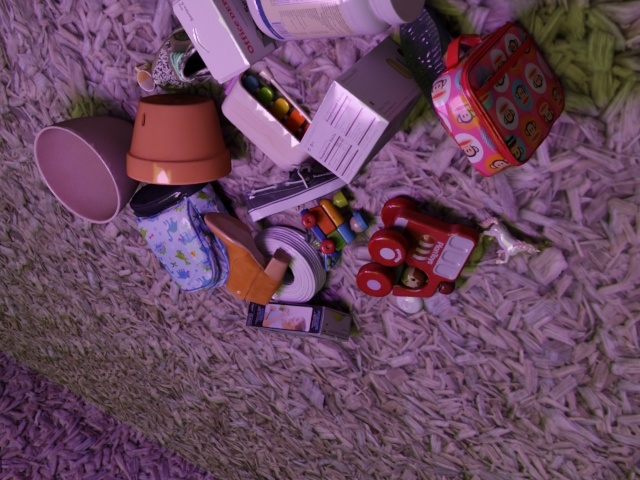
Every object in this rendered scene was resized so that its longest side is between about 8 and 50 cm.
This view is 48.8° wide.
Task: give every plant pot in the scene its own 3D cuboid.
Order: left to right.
[{"bbox_3d":[-0.391,-0.288,1.940,0.291,0.291,0.203,13,114,27],"label":"plant pot"}]

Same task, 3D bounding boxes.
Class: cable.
[{"bbox_3d":[-0.108,0.076,2.147,0.257,0.089,0.257,24,134,18],"label":"cable"}]

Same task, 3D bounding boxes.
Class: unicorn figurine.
[{"bbox_3d":[0.455,0.006,1.710,0.162,0.060,0.111,41,141,-3],"label":"unicorn figurine"}]

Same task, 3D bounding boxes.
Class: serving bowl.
[{"bbox_3d":[0.252,0.178,2.017,0.083,0.027,0.083,20,134,22],"label":"serving bowl"}]

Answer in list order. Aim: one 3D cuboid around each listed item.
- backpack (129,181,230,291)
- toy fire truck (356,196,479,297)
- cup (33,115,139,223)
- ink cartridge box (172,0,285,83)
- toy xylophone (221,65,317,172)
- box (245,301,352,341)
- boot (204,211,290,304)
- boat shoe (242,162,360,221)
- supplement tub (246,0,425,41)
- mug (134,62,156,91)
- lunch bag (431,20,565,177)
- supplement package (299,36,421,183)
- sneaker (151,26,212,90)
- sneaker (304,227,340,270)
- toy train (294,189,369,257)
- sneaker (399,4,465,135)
[{"bbox_3d":[-0.398,-0.016,2.190,0.290,0.273,0.355,-15,127,28],"label":"backpack"},{"bbox_3d":[0.246,0.048,1.827,0.254,0.169,0.302,21,135,5],"label":"toy fire truck"},{"bbox_3d":[-0.672,-0.252,2.178,0.331,0.237,0.331,20,133,23],"label":"cup"},{"bbox_3d":[-0.168,-0.507,1.586,0.115,0.273,0.198,-15,114,42],"label":"ink cartridge box"},{"bbox_3d":[-0.115,-0.320,1.839,0.322,0.081,0.236,49,137,-8],"label":"toy xylophone"},{"bbox_3d":[-0.067,0.251,2.201,0.290,0.087,0.169,2,166,36],"label":"box"},{"bbox_3d":[-0.247,0.064,2.083,0.295,0.104,0.211,32,125,-2],"label":"boot"},{"bbox_3d":[-0.051,-0.148,1.833,0.306,0.113,0.104,-21,92,3],"label":"boat shoe"},{"bbox_3d":[0.032,-0.537,1.446,0.325,0.235,0.235,6,127,32],"label":"supplement tub"},{"bbox_3d":[-0.476,-0.469,1.990,0.062,0.064,0.078,-6,119,39],"label":"mug"},{"bbox_3d":[0.343,-0.293,1.382,0.120,0.293,0.258,-22,110,49],"label":"lunch bag"},{"bbox_3d":[0.106,-0.293,1.570,0.145,0.262,0.204,37,137,4],"label":"supplement package"},{"bbox_3d":[-0.326,-0.466,1.798,0.410,0.182,0.158,-12,116,41],"label":"sneaker"},{"bbox_3d":[0.000,0.000,2.034,0.078,0.067,0.188,1,120,45],"label":"sneaker"},{"bbox_3d":[0.011,-0.090,1.910,0.143,0.105,0.248,-35,95,5],"label":"toy train"},{"bbox_3d":[0.279,-0.364,1.515,0.112,0.131,0.319,-30,81,49],"label":"sneaker"}]
